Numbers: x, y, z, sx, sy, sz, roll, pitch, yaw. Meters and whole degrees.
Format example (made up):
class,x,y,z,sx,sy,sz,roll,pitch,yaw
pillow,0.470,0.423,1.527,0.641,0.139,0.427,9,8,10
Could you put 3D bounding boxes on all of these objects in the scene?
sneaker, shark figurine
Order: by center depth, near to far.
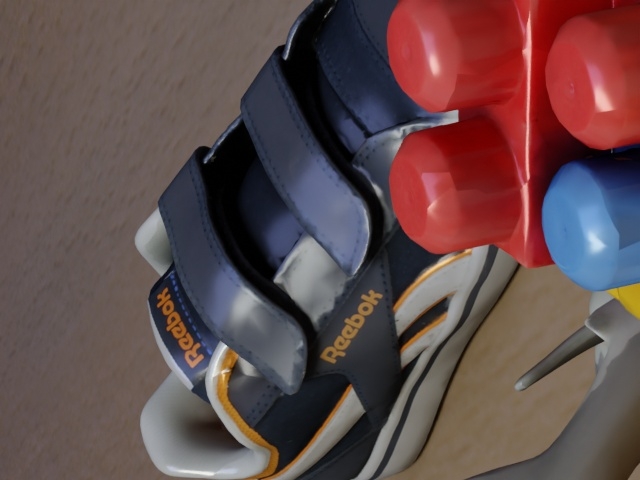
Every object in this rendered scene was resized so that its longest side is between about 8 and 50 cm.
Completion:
class,x,y,z,sx,sy,sz,roll,pitch,yaw
shark figurine,0.123,0.035,0.532,0.116,0.278,0.166,37,111,7
sneaker,0.000,0.000,0.822,0.321,0.127,0.126,104,149,-42

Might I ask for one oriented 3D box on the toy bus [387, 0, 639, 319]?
class,x,y,z,sx,sy,sz,roll,pitch,yaw
toy bus,0.118,-0.065,0.394,0.149,0.211,0.220,-136,43,-58
